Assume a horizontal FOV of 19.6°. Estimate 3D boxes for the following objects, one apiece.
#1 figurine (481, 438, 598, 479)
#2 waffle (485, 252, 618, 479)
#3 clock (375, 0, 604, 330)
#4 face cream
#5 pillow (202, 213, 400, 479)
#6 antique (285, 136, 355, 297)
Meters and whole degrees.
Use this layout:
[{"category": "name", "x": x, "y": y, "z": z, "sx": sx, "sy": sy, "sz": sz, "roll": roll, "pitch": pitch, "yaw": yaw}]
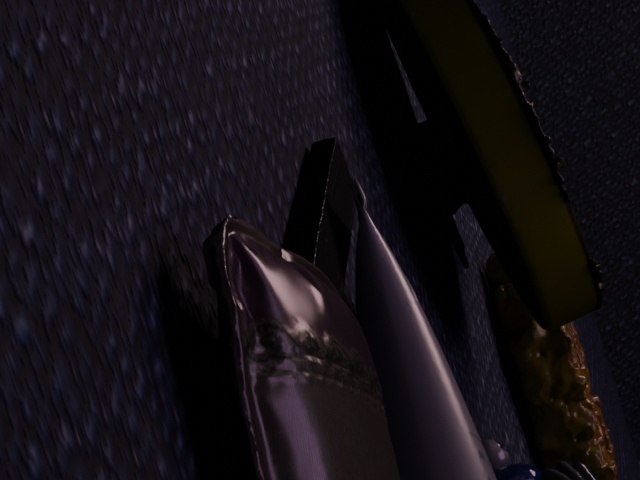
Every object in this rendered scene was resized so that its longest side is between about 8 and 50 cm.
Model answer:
[{"category": "figurine", "x": 0.129, "y": 0.217, "z": 0.859, "sx": 0.262, "sy": 0.121, "sz": 0.164, "roll": 59, "pitch": 8, "yaw": 12}, {"category": "waffle", "x": 0.180, "y": 0.098, "z": 1.449, "sx": 0.160, "sy": 0.055, "sz": 0.211, "roll": -80, "pitch": 153, "yaw": -70}, {"category": "clock", "x": 0.086, "y": -0.069, "z": 1.171, "sx": 0.277, "sy": 0.071, "sz": 0.293, "roll": 64, "pitch": 0, "yaw": -5}, {"category": "face cream", "x": 0.043, "y": 0.095, "z": 0.730, "sx": 0.092, "sy": 0.058, "sz": 0.243, "roll": 80, "pitch": -3, "yaw": -53}, {"category": "pillow", "x": 0.006, "y": 0.106, "z": 0.547, "sx": 0.130, "sy": 0.038, "sz": 0.232, "roll": 43, "pitch": 34, "yaw": -65}, {"category": "antique", "x": 0.000, "y": 0.000, "z": 0.749, "sx": 0.192, "sy": 0.015, "sz": 0.031, "roll": -80, "pitch": 151, "yaw": -70}]
